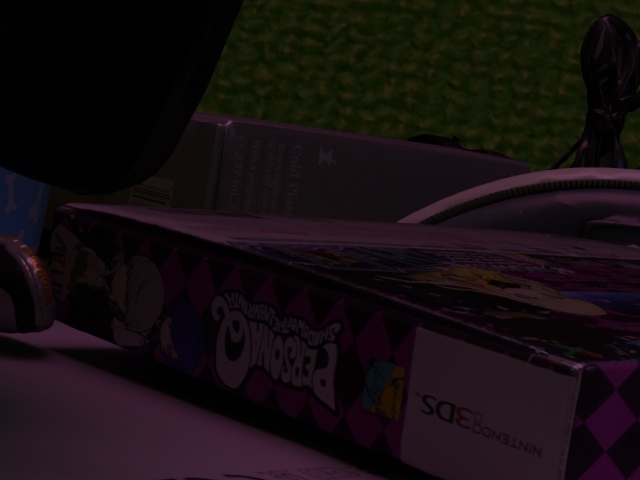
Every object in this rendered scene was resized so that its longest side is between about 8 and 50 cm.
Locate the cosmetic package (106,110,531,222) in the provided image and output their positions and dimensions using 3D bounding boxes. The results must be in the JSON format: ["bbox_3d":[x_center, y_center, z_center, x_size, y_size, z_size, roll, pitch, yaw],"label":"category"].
[{"bbox_3d":[0.000,0.000,0.891,0.238,0.127,0.107,3,7,-40],"label":"cosmetic package"}]

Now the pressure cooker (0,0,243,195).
[{"bbox_3d":[-0.233,-0.133,0.302,0.375,0.370,0.420,-21,0,22],"label":"pressure cooker"}]

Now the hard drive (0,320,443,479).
[{"bbox_3d":[-0.036,0.065,0.437,0.353,0.047,0.233,13,6,42],"label":"hard drive"}]

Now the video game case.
[{"bbox_3d":[0.069,0.028,0.489,0.232,0.042,0.210,3,8,-43],"label":"video game case"}]

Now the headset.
[{"bbox_3d":[0.152,-0.024,1.119,0.243,0.185,0.394,8,-7,-1],"label":"headset"}]

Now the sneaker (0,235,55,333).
[{"bbox_3d":[-0.114,0.015,0.490,0.037,0.032,0.083,-22,24,-39],"label":"sneaker"}]

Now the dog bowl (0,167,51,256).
[{"bbox_3d":[-0.247,-0.015,0.641,0.297,0.074,0.166,-1,0,9],"label":"dog bowl"}]

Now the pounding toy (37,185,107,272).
[{"bbox_3d":[-0.090,-0.012,1.005,0.206,0.094,0.181,-5,6,-38],"label":"pounding toy"}]

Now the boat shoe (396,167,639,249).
[{"bbox_3d":[0.147,0.040,0.657,0.319,0.116,0.099,-4,31,6],"label":"boat shoe"}]
